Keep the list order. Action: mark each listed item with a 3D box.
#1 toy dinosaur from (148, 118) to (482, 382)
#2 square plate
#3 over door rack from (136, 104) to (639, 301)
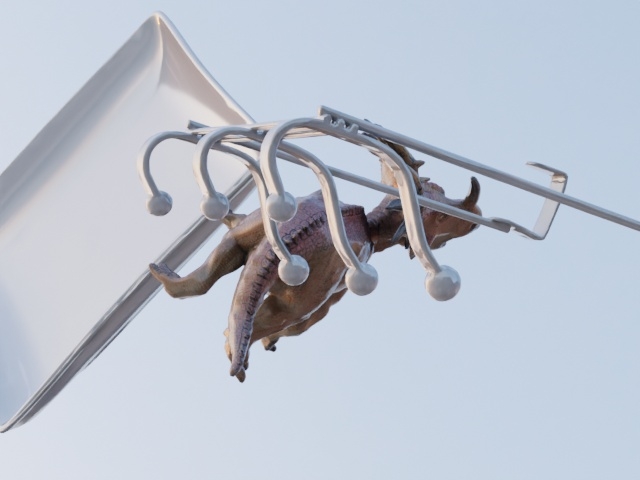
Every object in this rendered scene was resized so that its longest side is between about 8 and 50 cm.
[{"bbox_3d":[0.000,0.000,1.467,0.200,0.295,0.127,-30,-88,24],"label":"toy dinosaur"},{"bbox_3d":[-0.205,-0.022,1.758,0.344,0.347,0.049,-47,-56,5],"label":"square plate"},{"bbox_3d":[0.070,-0.015,1.223,0.324,0.108,0.239,5,0,-24],"label":"over door rack"}]
